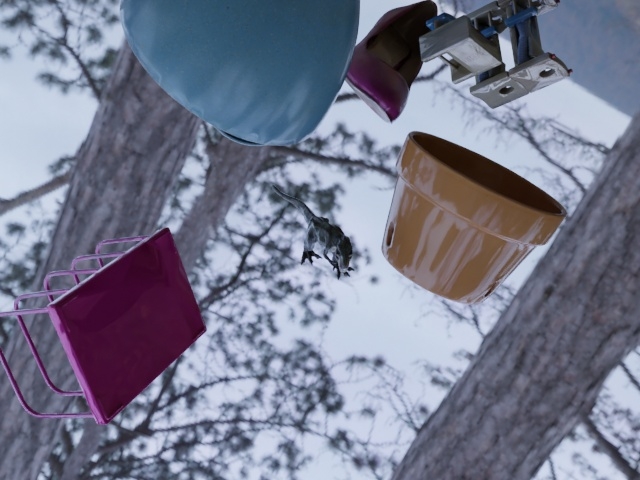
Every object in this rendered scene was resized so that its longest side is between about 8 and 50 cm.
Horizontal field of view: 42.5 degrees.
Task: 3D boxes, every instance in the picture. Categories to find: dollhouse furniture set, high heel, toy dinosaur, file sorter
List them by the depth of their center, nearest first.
[{"bbox_3d":[0.236,-0.288,1.118,0.183,0.129,0.129,20,-121,-46],"label":"dollhouse furniture set"},{"bbox_3d":[0.128,-0.313,1.342,0.127,0.181,0.377,42,-163,-19],"label":"high heel"},{"bbox_3d":[-0.365,0.135,1.354,0.182,0.202,0.290,-7,-160,29],"label":"file sorter"},{"bbox_3d":[0.000,0.000,1.411,0.064,0.118,0.268,-26,-143,-19],"label":"toy dinosaur"}]

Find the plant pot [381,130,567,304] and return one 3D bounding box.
[{"bbox_3d":[0.234,-0.028,1.384,0.290,0.203,0.291,23,-161,-8],"label":"plant pot"}]

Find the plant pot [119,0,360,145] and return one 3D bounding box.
[{"bbox_3d":[-0.065,-0.286,0.985,0.290,0.195,0.290,26,-140,-24],"label":"plant pot"}]

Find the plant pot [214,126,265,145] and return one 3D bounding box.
[{"bbox_3d":[-0.155,-0.363,1.647,0.271,0.272,0.255,12,-159,-35],"label":"plant pot"}]
